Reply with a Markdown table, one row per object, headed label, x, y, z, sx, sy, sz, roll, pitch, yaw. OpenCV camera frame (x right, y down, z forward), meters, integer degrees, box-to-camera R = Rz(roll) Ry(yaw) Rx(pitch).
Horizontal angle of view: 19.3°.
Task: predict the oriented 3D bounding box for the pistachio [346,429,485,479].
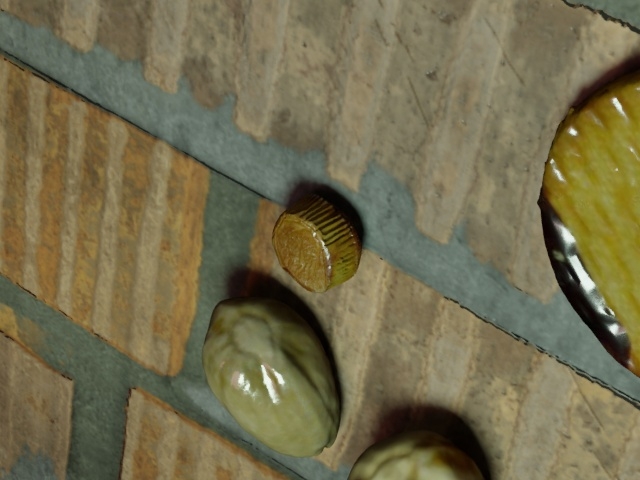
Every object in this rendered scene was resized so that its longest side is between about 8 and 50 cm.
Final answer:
| label | x | y | z | sx | sy | sz | roll | pitch | yaw |
| --- | --- | --- | --- | --- | --- | --- | --- | --- | --- |
| pistachio | 0.086 | 0.260 | 1.733 | 0.144 | 0.144 | 0.215 | 29 | 145 | 18 |

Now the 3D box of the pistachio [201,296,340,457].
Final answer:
| label | x | y | z | sx | sy | sz | roll | pitch | yaw |
| --- | --- | --- | --- | --- | --- | --- | --- | --- | --- |
| pistachio | -0.044 | 0.132 | 1.757 | 0.126 | 0.108 | 0.185 | 18 | 144 | 60 |

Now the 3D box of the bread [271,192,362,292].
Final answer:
| label | x | y | z | sx | sy | sz | roll | pitch | yaw |
| --- | --- | --- | --- | --- | --- | --- | --- | --- | --- |
| bread | 0.000 | 0.000 | 1.654 | 0.085 | 0.053 | 0.085 | 31 | 137 | 34 |

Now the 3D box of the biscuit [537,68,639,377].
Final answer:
| label | x | y | z | sx | sy | sz | roll | pitch | yaw |
| --- | --- | --- | --- | --- | --- | --- | --- | --- | --- |
| biscuit | 0.308 | 0.006 | 1.416 | 0.318 | 0.040 | 0.318 | 22 | 134 | 25 |
